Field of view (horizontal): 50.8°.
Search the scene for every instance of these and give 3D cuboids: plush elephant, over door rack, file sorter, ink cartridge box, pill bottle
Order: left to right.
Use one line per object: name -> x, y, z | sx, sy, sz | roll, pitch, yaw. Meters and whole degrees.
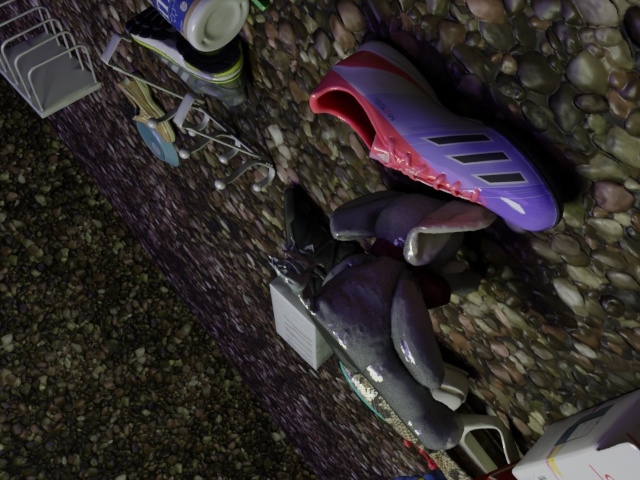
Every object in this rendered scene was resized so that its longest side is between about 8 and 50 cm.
file sorter -> -0.783, -0.521, 1.872 | 0.277, 0.192, 0.173 | 44, 155, 19
pill bottle -> -0.204, -0.381, 1.001 | 0.187, 0.112, 0.112 | 46, 159, 15
over door rack -> -0.244, -0.211, 1.235 | 0.239, 0.108, 0.324 | 40, -179, 26
plush elephant -> 0.111, 0.053, 0.914 | 0.330, 0.255, 0.272 | 54, 170, -29
ink cartridge box -> 0.412, 0.317, 0.862 | 0.207, 0.119, 0.353 | 47, 160, 14

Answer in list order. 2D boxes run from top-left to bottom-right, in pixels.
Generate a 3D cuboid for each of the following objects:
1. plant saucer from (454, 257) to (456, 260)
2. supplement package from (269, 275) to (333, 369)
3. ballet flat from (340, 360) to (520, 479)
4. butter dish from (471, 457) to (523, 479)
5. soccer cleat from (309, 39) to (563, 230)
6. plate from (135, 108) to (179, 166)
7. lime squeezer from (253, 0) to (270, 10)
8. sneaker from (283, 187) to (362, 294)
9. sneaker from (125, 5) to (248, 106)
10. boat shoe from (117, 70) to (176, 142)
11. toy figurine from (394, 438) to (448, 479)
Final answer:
plant saucer -> 0.177, 0.033, 1.029 | 0.083, 0.015, 0.083 | 43, 158, 22
supplement package -> -0.010, 0.147, 1.433 | 0.134, 0.139, 0.244 | 41, 157, 22
ballet flat -> 0.244, 0.332, 1.238 | 0.483, 0.164, 0.182 | 50, 139, -13
butter dish -> 0.352, 0.441, 1.103 | 0.159, 0.160, 0.118 | 8, 107, 61
soccer cleat -> 0.125, -0.103, 0.766 | 0.318, 0.116, 0.109 | 44, 158, 20
plate -> -0.447, -0.273, 1.812 | 0.188, 0.024, 0.188 | 42, 157, 23
lime squeezer -> -0.159, -0.454, 0.896 | 0.109, 0.059, 0.311 | -1, 131, 24
sneaker -> 0.000, 0.000, 1.269 | 0.087, 0.130, 0.228 | 94, 162, -67
sneaker -> -0.234, -0.322, 1.176 | 0.300, 0.111, 0.121 | 40, 161, 32
boat shoe -> -0.424, -0.310, 1.633 | 0.068, 0.072, 0.190 | 11, 135, 60
toy figurine -> 0.271, 0.607, 1.501 | 0.362, 0.217, 0.191 | 25, 147, 51
